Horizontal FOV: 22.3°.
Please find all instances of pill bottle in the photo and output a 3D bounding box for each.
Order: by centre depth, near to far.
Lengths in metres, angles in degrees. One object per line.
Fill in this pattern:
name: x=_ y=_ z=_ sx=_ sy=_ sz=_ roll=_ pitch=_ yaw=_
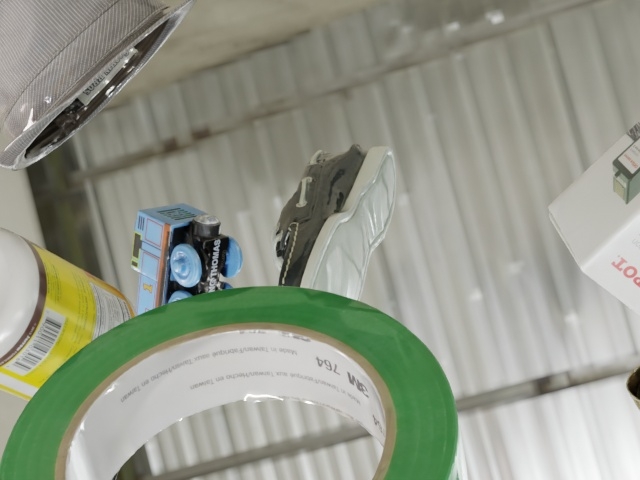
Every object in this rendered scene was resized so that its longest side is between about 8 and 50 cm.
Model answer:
pill bottle: x=-0.225 y=0.073 z=1.326 sx=0.117 sy=0.117 sz=0.215 roll=-17 pitch=154 yaw=20

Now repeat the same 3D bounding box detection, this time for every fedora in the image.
fedora: x=-0.236 y=-0.181 z=1.468 sx=0.244 sy=0.124 sz=0.275 roll=-44 pitch=-176 yaw=-17

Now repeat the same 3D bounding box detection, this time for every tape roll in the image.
tape roll: x=-0.059 y=0.165 z=1.128 sx=0.321 sy=0.077 sz=0.321 roll=-7 pitch=-141 yaw=6

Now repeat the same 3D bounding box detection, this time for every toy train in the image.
toy train: x=-0.136 y=0.055 z=1.598 sx=0.080 sy=0.184 sz=0.105 roll=-11 pitch=-154 yaw=-43

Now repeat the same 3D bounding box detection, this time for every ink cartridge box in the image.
ink cartridge box: x=0.404 y=-0.044 z=1.601 sx=0.211 sy=0.121 sz=0.289 roll=35 pitch=110 yaw=-28

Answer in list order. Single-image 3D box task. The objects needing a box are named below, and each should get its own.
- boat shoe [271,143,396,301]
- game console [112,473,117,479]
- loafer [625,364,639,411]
boat shoe: x=0.000 y=0.000 z=1.608 sx=0.091 sy=0.114 sz=0.302 roll=1 pitch=-154 yaw=17
game console: x=-0.331 y=0.397 z=2.079 sx=0.213 sy=0.361 sz=0.044 roll=20 pitch=-161 yaw=2
loafer: x=0.248 y=0.091 z=1.007 sx=0.050 sy=0.056 sz=0.148 roll=22 pitch=152 yaw=-28
